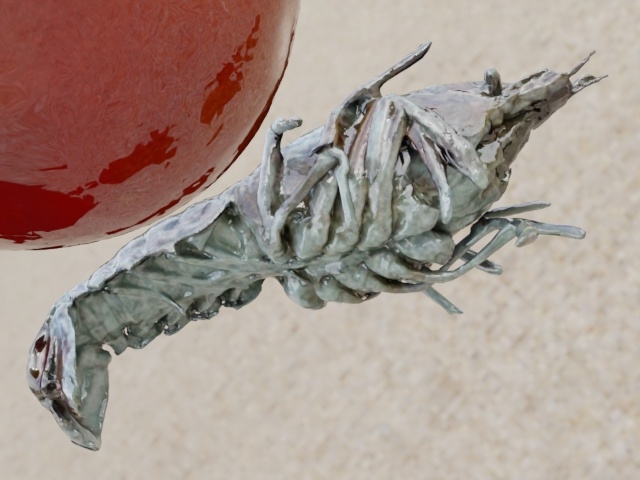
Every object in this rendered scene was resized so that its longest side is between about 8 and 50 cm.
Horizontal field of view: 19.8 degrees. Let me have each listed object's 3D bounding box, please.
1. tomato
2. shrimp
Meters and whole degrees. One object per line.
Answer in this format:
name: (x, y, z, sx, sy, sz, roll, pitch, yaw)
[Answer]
tomato: (-0.149, -0.123, 0.767, 0.226, 0.298, 0.298, -40, 4, -34)
shrimp: (0.002, -0.004, 1.171, 0.410, 0.221, 0.166, -19, 52, 7)
